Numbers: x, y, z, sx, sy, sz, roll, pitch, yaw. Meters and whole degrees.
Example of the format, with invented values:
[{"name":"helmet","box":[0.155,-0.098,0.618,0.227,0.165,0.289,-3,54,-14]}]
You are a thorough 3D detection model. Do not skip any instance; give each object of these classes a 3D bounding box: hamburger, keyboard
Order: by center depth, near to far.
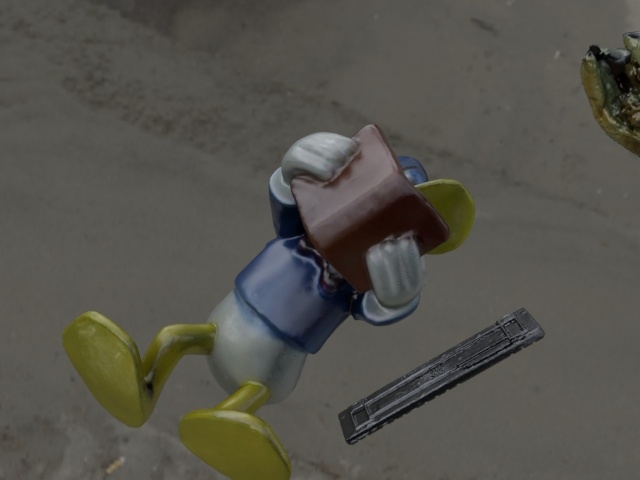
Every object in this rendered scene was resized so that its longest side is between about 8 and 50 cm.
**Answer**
[{"name":"keyboard","box":[0.109,0.124,1.099,0.204,0.013,0.061,-30,18,2]},{"name":"hamburger","box":[0.474,-0.178,1.459,0.288,0.167,0.192,-9,76,-30]}]

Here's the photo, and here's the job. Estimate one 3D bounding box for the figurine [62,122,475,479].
[{"name":"figurine","box":[0.000,0.000,0.948,0.204,0.283,0.338,39,43,7]}]
